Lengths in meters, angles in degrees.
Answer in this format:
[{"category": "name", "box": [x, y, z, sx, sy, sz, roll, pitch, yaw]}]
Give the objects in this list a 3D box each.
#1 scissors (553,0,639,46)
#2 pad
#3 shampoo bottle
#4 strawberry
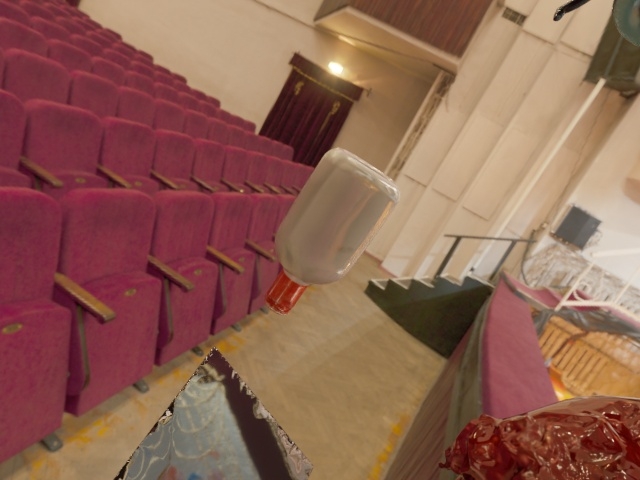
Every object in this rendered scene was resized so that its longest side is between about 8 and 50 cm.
[{"category": "scissors", "box": [0.288, -0.255, 0.211, 0.180, 0.032, 0.393, 43, -31, -8]}, {"category": "pad", "box": [-0.154, 0.403, 0.765, 0.007, 0.248, 0.368, -9, -57, 39]}, {"category": "shampoo bottle", "box": [0.000, 0.000, 0.549, 0.108, 0.221, 0.051, 30, 19, -12]}, {"category": "strawberry", "box": [0.228, 0.255, 0.341, 0.274, 0.274, 0.220, 28, -6, -3]}]
